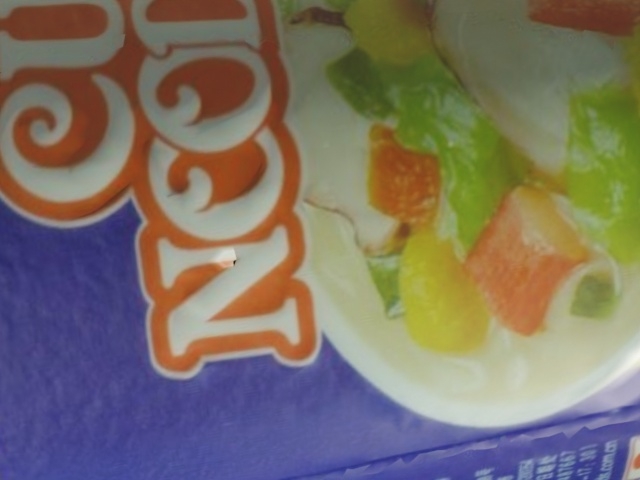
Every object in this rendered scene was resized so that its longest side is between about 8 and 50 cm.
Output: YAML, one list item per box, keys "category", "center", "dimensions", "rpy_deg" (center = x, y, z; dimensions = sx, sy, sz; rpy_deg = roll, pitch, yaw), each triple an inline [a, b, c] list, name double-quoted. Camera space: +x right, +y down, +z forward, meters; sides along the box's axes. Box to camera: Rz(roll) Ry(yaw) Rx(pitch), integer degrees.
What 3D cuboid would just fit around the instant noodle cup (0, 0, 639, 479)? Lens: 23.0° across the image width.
- category: "instant noodle cup"
  center: [0.000, 0.000, 0.535]
  dimensions: [0.312, 0.284, 0.284]
  rpy_deg: [-7, -132, -3]
